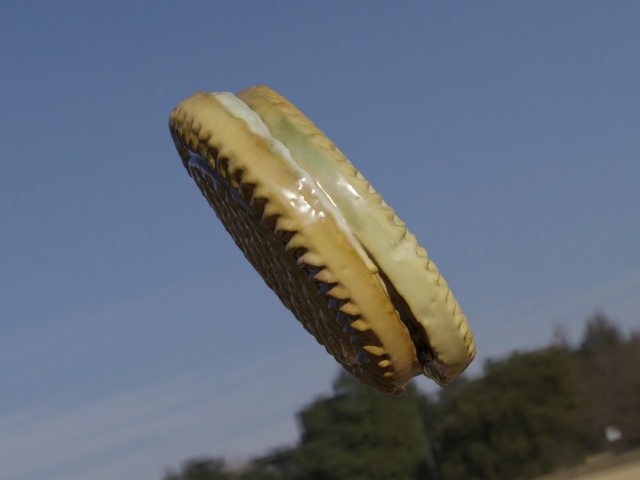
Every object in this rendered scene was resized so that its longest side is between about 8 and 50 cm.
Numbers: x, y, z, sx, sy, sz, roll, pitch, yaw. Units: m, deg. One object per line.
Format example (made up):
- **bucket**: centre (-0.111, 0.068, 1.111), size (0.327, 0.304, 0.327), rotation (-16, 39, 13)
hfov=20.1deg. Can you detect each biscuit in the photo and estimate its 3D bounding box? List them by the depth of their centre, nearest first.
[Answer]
- **biscuit**: centre (0.000, 0.000, 1.203), size (0.079, 0.259, 0.259), rotation (-39, -8, -9)
